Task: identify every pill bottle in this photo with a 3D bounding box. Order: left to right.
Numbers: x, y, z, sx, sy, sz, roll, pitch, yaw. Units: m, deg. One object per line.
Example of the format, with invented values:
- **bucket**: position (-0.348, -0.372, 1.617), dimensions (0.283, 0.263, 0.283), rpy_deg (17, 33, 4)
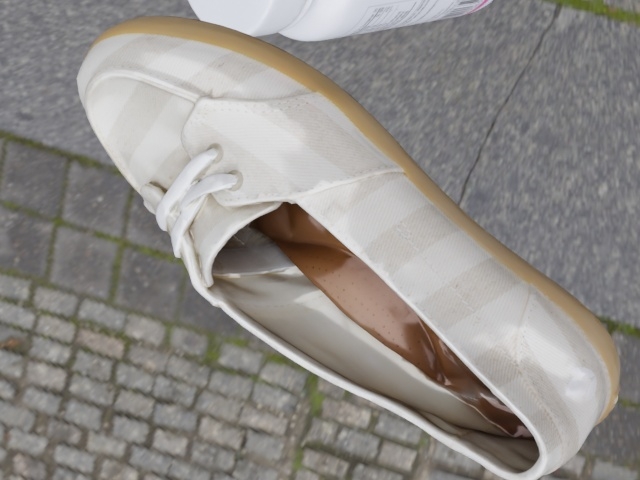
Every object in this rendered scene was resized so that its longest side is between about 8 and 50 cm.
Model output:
- **pill bottle**: position (0.026, -0.261, 1.085), dimensions (0.160, 0.283, 0.160), rpy_deg (21, 118, 44)

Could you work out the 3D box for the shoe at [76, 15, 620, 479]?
- **shoe**: position (0.000, 0.000, 0.412), dimensions (0.219, 0.058, 0.076), rpy_deg (36, 132, 10)
